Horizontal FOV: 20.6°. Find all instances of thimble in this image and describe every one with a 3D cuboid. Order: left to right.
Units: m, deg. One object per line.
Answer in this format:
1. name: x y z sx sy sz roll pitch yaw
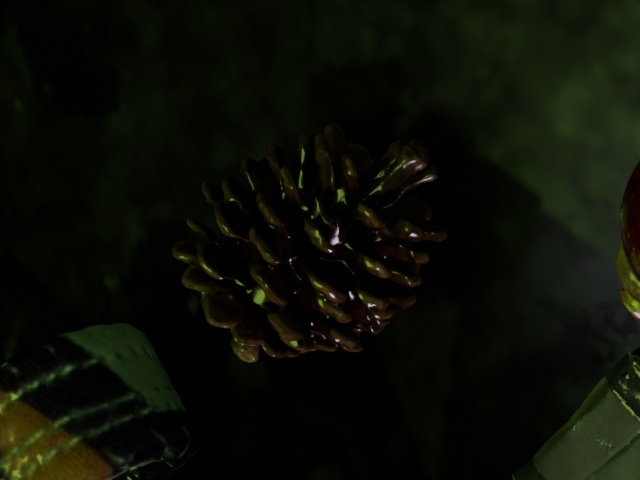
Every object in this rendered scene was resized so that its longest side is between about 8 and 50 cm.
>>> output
1. thimble: -0.234 0.190 1.604 0.237 0.237 0.150 -45 69 40

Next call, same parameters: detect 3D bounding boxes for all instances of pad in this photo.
1. pad: 0.259 0.220 1.317 0.233 0.022 0.174 51 131 19

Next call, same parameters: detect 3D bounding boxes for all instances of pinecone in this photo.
1. pinecone: 0.002 0.001 1.375 0.169 0.212 0.186 58 -175 -31

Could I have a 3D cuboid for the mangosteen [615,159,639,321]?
1. mangosteen: 0.272 0.003 1.172 0.145 0.156 0.181 11 143 13
